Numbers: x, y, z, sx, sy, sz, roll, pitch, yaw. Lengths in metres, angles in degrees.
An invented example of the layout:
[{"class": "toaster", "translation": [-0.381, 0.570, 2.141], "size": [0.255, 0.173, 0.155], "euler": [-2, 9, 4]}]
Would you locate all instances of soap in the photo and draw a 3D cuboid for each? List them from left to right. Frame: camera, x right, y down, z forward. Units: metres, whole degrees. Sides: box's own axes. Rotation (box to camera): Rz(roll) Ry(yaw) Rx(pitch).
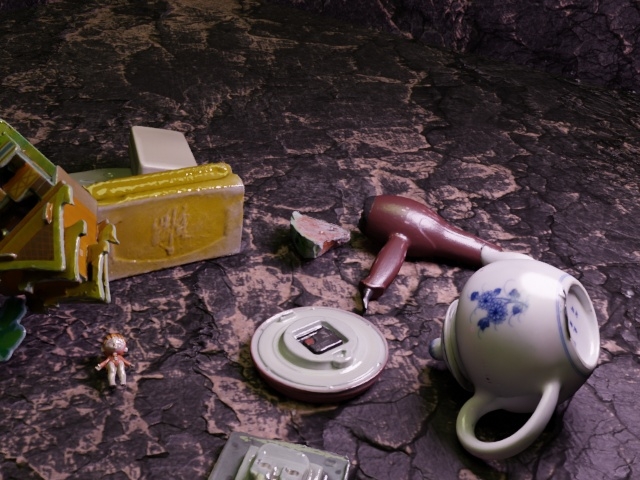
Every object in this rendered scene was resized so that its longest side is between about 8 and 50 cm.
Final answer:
[{"class": "soap", "translation": [-0.312, -0.037, 1.584], "size": [0.314, 0.199, 0.091], "euler": [-11, 38, -27]}]

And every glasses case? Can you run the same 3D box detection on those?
[{"class": "glasses case", "translation": [-0.362, -0.181, 1.782], "size": [0.131, 0.070, 0.313], "euler": [5, 22, -20]}]

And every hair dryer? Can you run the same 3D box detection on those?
[{"class": "hair dryer", "translation": [0.189, 0.055, 1.617], "size": [0.312, 0.123, 0.340], "euler": [23, 44, 10]}]

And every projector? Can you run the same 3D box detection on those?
[{"class": "projector", "translation": [-0.436, -0.095, 1.753], "size": [0.269, 0.088, 0.193], "euler": [-2, 26, -23]}]

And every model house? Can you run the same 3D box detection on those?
[{"class": "model house", "translation": [-0.522, 0.036, 1.298], "size": [0.312, 0.242, 0.358], "euler": [35, 77, 34]}]

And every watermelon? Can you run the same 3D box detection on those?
[{"class": "watermelon", "translation": [0.000, 0.000, 1.693], "size": [0.139, 0.071, 0.187], "euler": [4, 21, -14]}]

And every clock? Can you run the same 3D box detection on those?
[{"class": "clock", "translation": [-0.002, 0.189, 1.374], "size": [0.244, 0.056, 0.244], "euler": [4, 31, -2]}]

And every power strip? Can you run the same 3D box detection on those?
[{"class": "power strip", "translation": [-0.065, 0.344, 1.092], "size": [0.198, 0.065, 0.213], "euler": [10, 30, 6]}]

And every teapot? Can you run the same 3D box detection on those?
[{"class": "teapot", "translation": [0.304, 0.164, 1.304], "size": [0.280, 0.252, 0.424], "euler": [-16, 43, 34]}]

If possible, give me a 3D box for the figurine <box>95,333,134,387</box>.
[{"class": "figurine", "translation": [-0.344, 0.205, 1.311], "size": [0.064, 0.047, 0.109], "euler": [1, 39, -20]}]
